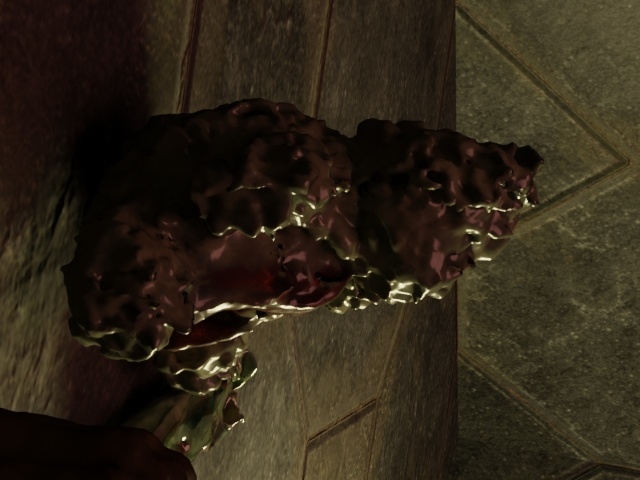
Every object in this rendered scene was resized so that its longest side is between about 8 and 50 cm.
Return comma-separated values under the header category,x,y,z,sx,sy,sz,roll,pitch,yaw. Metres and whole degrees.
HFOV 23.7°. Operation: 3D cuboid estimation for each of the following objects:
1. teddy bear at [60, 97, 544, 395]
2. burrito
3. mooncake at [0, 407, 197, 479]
category,x,y,z,sx,sy,sz,roll,pitch,yaw
teddy bear,0.000,0.000,1.247,0.357,0.367,0.225,62,26,-76
burrito,-0.137,0.176,1.410,0.309,0.066,0.096,-38,143,-65
mooncake,-0.174,0.266,0.962,0.324,0.187,0.324,2,90,-87
